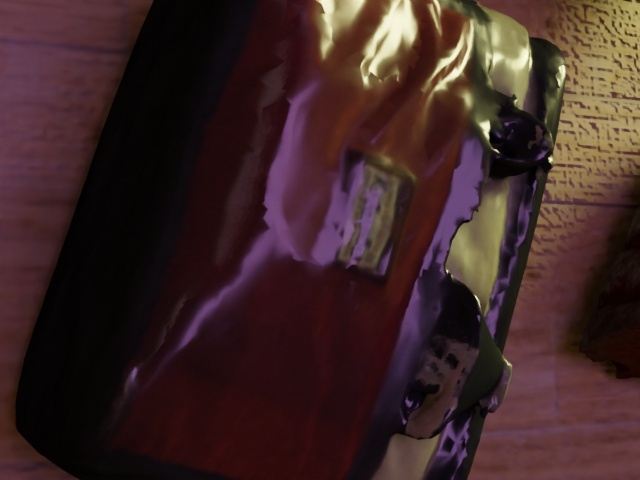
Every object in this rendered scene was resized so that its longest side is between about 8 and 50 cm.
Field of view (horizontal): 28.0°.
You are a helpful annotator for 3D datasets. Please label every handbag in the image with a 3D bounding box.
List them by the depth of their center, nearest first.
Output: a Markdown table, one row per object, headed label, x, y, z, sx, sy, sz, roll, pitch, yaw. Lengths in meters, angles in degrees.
| label | x | y | z | sx | sy | sz | roll | pitch | yaw |
| --- | --- | --- | --- | --- | --- | --- | --- | --- | --- |
| handbag | 0.000 | 0.000 | 0.541 | 0.181 | 0.181 | 0.254 | 22 | 76 | -24 |

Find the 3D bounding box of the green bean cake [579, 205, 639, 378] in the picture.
| label | x | y | z | sx | sy | sz | roll | pitch | yaw |
| --- | --- | --- | --- | --- | --- | --- | --- | --- | --- |
| green bean cake | 0.278 | 0.038 | 0.745 | 0.232 | 0.097 | 0.198 | 37 | 65 | -21 |
